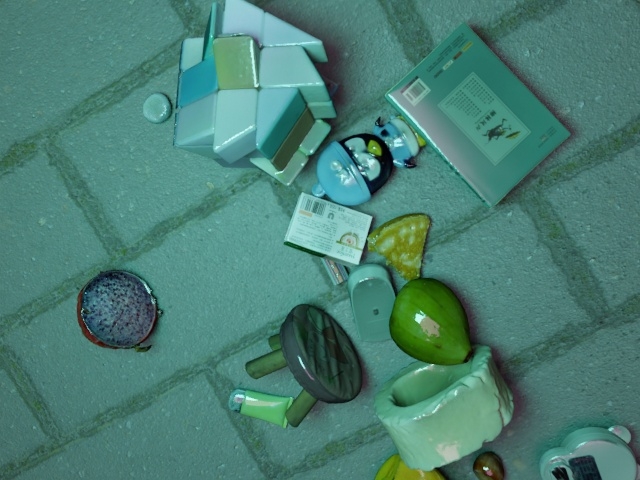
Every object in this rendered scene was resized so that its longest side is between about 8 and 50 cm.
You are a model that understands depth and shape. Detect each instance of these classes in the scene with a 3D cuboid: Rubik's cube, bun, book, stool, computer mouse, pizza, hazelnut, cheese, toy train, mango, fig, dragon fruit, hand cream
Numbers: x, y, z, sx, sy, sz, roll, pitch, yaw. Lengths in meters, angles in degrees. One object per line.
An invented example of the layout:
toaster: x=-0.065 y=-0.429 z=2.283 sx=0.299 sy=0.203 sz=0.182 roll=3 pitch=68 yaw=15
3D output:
Rubik's cube: x=-0.145 y=-0.326 z=1.127 sx=0.369 sy=0.358 sz=0.386 roll=1 pitch=83 yaw=12
bun: x=-0.439 y=-0.355 z=1.308 sx=0.084 sy=0.045 sz=0.083 roll=0 pitch=94 yaw=4
book: x=0.376 y=-0.299 z=1.164 sx=0.264 sy=0.031 sz=0.379 roll=-42 pitch=89 yaw=3
stool: x=-0.039 y=0.317 z=1.249 sx=0.179 sy=0.272 sz=0.272 roll=-38 pitch=92 yaw=23
computer mouse: x=0.143 y=0.167 z=1.299 sx=0.128 sy=0.079 sz=0.230 roll=-9 pitch=110 yaw=4
pizza: x=0.218 y=0.032 z=1.279 sx=0.188 sy=0.062 sz=0.198 roll=-18 pitch=104 yaw=-15
hazelnut: x=0.458 y=0.620 z=1.321 sx=0.086 sy=0.086 sz=0.086 roll=1 pitch=96 yaw=5
cheese: x=0.311 y=0.399 z=1.198 sx=0.332 sy=0.292 sz=0.153 roll=-30 pitch=93 yaw=1
toy train: x=0.000 y=0.000 z=1.305 sx=0.055 sy=0.048 sz=0.251 roll=-27 pitch=93 yaw=6
mango: x=0.273 y=0.705 z=1.317 sx=0.257 sy=0.138 sz=0.187 roll=39 pitch=80 yaw=-3
fig: x=0.288 y=0.208 z=1.208 sx=0.225 sy=0.203 sz=0.202 roll=35 pitch=100 yaw=33
dragon fruit: x=-0.575 y=0.204 z=1.332 sx=0.148 sy=0.218 sz=0.224 roll=-27 pitch=135 yaw=37
hand cream: x=-0.173 y=0.470 z=1.378 sx=0.175 sy=0.046 sz=0.095 roll=14 pitch=97 yaw=-3

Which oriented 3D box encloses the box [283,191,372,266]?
box: x=0.018 y=-0.025 z=1.249 sx=0.199 sy=0.081 sz=0.135 roll=19 pitch=79 yaw=-7

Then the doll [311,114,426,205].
doll: x=0.114 y=-0.202 z=1.226 sx=0.314 sy=0.141 sz=0.177 roll=-34 pitch=79 yaw=3

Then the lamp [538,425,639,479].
lamp: x=0.698 y=0.582 z=1.273 sx=0.246 sy=0.108 sz=0.179 roll=-19 pitch=90 yaw=9
